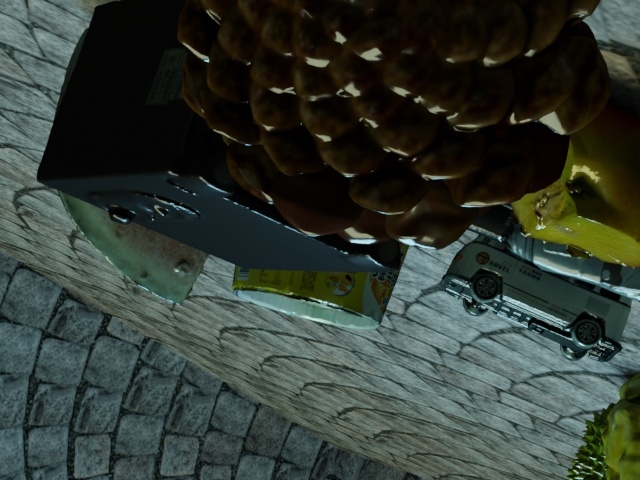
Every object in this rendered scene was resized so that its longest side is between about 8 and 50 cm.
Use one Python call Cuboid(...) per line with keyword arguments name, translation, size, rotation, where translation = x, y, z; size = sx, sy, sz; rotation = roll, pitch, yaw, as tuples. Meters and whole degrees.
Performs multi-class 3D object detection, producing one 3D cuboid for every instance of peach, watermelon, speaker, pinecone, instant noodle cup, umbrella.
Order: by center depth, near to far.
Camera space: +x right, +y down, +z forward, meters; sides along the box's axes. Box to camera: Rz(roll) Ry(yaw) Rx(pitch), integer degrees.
Cuboid(name="pinecone", translation=(0.047, -0.123, 0.863), size=(0.264, 0.264, 0.264), rotation=(23, 167, 6))
Cuboid(name="peach", translation=(0.212, -0.043, 1.129), size=(0.151, 0.118, 0.151), rotation=(51, 157, 33))
Cuboid(name="speaker", translation=(-0.060, -0.084, 1.233), size=(0.232, 0.184, 0.254), rotation=(24, 167, -35))
Cuboid(name="watermelon", translation=(-0.133, -0.095, 1.423), size=(0.201, 0.262, 0.213), rotation=(-26, 131, 37))
Cuboid(name="umbrella", translation=(0.243, 0.013, 1.429), size=(0.250, 0.053, 0.052), rotation=(19, 167, 19))
Cuboid(name="instant noodle cup", translation=(0.000, 0.000, 1.533), size=(0.205, 0.153, 0.205), rotation=(13, 169, 3))

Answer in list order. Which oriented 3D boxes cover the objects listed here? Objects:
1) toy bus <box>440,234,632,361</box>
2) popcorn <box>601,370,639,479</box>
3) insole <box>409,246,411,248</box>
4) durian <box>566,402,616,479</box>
Cuboid(name="toy bus", translation=(0.224, 0.053, 1.541), size=(0.194, 0.089, 0.087), rotation=(23, 166, 5))
Cuboid(name="popcorn", translation=(0.436, 0.235, 1.656), size=(0.249, 0.249, 0.225), rotation=(17, -166, 30))
Cuboid(name="insole", translation=(0.074, -0.015, 1.738), size=(0.080, 0.003, 0.232), rotation=(24, 167, 1))
Cuboid(name="durian", translation=(0.433, 0.287, 1.860), size=(0.237, 0.200, 0.176), rotation=(13, 142, -2))
